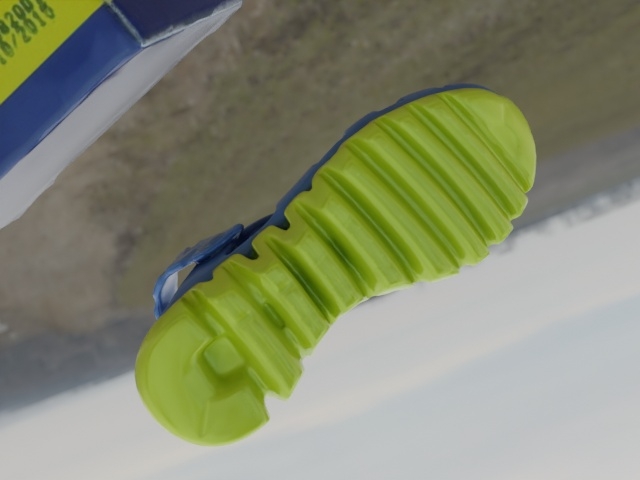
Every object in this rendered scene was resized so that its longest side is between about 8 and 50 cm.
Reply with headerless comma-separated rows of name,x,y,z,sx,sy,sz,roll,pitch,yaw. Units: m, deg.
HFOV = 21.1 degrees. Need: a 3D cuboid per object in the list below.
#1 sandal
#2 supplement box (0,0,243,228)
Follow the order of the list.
sandal,0.000,0.000,1.142,0.317,0.126,0.138,-34,-162,-10
supplement box,-0.242,-0.181,0.869,0.194,0.356,0.195,-41,-177,18
